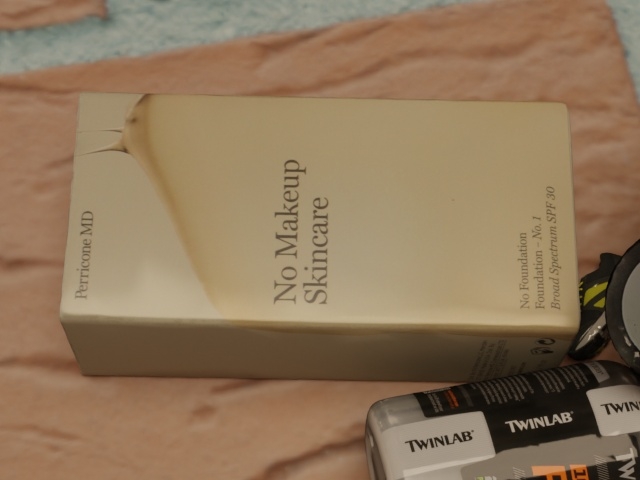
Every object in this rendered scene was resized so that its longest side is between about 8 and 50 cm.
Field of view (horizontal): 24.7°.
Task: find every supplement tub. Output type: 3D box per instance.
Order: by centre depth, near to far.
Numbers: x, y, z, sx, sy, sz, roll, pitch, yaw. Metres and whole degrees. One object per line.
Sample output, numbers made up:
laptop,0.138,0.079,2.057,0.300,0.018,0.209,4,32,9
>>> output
supplement tub,0.128,0.136,0.873,0.190,0.117,0.117,-10,68,-5

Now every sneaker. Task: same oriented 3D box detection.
sneaker,0.181,0.043,0.964,0.035,0.031,0.083,29,65,25

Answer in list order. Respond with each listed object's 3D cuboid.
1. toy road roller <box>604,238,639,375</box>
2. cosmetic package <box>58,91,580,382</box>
toy road roller,0.339,0.024,0.826,0.329,0.202,0.241,38,109,13
cosmetic package,0.000,0.000,0.932,0.309,0.113,0.160,1,67,-2
